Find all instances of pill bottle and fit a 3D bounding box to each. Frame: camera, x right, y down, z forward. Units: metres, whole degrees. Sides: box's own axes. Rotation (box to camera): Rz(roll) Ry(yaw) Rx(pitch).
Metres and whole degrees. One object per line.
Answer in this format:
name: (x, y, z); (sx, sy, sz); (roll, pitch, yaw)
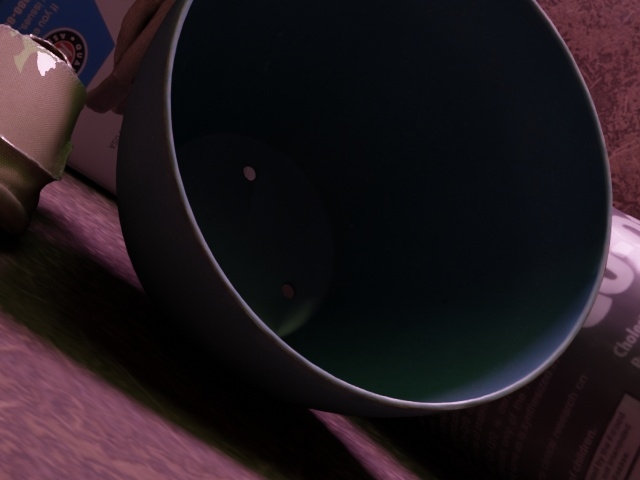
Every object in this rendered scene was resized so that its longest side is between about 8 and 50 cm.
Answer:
pill bottle: (0.145, 0.061, 1.193); (0.361, 0.204, 0.204); (31, 4, 25)

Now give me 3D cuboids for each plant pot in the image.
plant pot: (-0.003, -0.025, 1.011); (0.290, 0.290, 0.195); (33, -31, -20)

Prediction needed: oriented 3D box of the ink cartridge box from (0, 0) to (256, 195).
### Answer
ink cartridge box: (-0.056, -0.145, 1.370); (0.395, 0.285, 0.166); (34, 5, -21)

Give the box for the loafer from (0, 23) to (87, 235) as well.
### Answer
loafer: (-0.192, -0.077, 1.019); (0.102, 0.092, 0.268); (33, 6, -15)

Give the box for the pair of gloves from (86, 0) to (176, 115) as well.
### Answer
pair of gloves: (-0.014, -0.131, 1.119); (0.240, 0.204, 0.042); (4, 61, -44)
